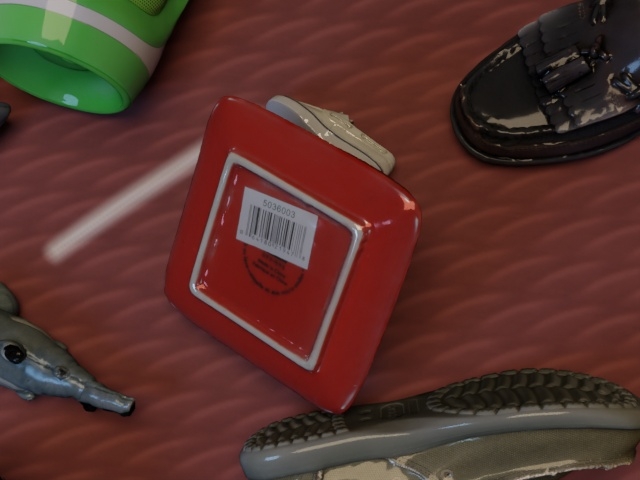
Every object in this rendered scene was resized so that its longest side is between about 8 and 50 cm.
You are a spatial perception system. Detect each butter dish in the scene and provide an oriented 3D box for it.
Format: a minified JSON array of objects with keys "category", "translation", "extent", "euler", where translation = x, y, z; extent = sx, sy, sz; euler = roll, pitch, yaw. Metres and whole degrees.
[{"category":"butter dish","translation":[0.000,0.000,0.769],"extent":[0.160,0.118,0.160],"euler":[31,118,24]}]

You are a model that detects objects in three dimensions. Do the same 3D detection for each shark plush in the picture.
[{"category":"shark plush","translation":[-0.199,0.083,0.779],"extent":[0.161,0.067,0.073],"euler":[36,79,14]}]

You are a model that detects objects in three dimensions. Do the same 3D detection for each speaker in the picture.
[{"category":"speaker","translation":[-0.138,-0.245,0.843],"extent":[0.131,0.131,0.296],"euler":[14,75,9]}]

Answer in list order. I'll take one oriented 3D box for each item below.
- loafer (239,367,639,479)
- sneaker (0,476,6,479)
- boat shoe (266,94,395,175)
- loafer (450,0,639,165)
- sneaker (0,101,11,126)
[{"category":"loafer","translation":[0.079,0.140,0.739],"extent":[0.251,0.094,0.087],"euler":[-10,97,11]},{"category":"sneaker","translation":[-0.335,0.207,0.727],"extent":[0.447,0.169,0.257],"euler":[31,69,5]},{"category":"boat shoe","translation":[0.008,-0.073,0.831],"extent":[0.100,0.035,0.035],"euler":[34,51,17]},{"category":"loafer","translation":[0.231,-0.138,0.795],"extent":[0.302,0.095,0.109],"euler":[-18,73,-1]},{"category":"sneaker","translation":[-0.326,-0.170,0.825],"extent":[0.121,0.111,0.300],"euler":[-31,102,-19]}]
